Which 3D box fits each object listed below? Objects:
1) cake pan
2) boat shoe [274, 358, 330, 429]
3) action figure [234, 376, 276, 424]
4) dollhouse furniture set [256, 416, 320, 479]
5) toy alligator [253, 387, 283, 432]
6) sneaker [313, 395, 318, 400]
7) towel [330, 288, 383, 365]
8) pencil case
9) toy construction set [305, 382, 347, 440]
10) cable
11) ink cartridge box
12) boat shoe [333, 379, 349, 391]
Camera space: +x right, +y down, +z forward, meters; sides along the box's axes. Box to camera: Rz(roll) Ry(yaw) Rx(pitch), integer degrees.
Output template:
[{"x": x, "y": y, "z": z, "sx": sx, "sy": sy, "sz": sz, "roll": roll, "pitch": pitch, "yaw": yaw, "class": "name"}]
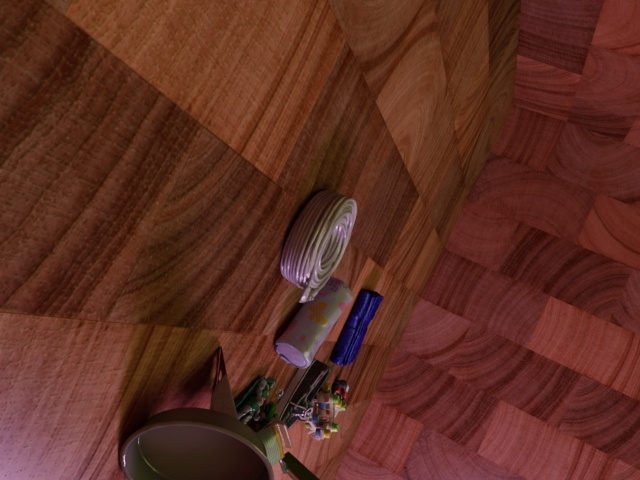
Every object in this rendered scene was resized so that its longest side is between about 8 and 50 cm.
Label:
[{"x": -0.230, "y": 0.422, "z": 1.197, "sx": 0.054, "sy": 0.294, "sz": 0.293, "roll": -82, "pitch": -177, "yaw": -55, "class": "cake pan"}, {"x": -0.067, "y": 0.529, "z": 2.017, "sx": 0.306, "sy": 0.105, "sz": 0.113, "roll": -58, "pitch": 161, "yaw": -20, "class": "boat shoe"}, {"x": -0.185, "y": 0.436, "z": 1.656, "sx": 0.232, "sy": 0.064, "sz": 0.137, "roll": -46, "pitch": 151, "yaw": -52, "class": "action figure"}, {"x": -0.129, "y": 0.685, "z": 1.810, "sx": 0.198, "sy": 0.151, "sz": 0.301, "roll": -36, "pitch": 136, "yaw": -26, "class": "dollhouse furniture set"}, {"x": -0.154, "y": 0.511, "z": 1.851, "sx": 0.189, "sy": 0.056, "sz": 0.051, "roll": -69, "pitch": -157, "yaw": 8, "class": "toy alligator"}, {"x": -0.035, "y": 0.541, "z": 2.178, "sx": 0.038, "sy": 0.069, "sz": 0.098, "roll": -58, "pitch": 161, "yaw": -19, "class": "sneaker"}, {"x": 0.152, "y": 0.338, "z": 2.420, "sx": 0.308, "sy": 0.076, "sz": 0.228, "roll": -65, "pitch": 161, "yaw": 2, "class": "towel"}, {"x": -0.016, "y": 0.227, "z": 1.759, "sx": 0.273, "sy": 0.114, "sz": 0.124, "roll": -54, "pitch": 169, "yaw": -30, "class": "pencil case"}, {"x": 0.021, "y": 0.645, "z": 2.336, "sx": 0.327, "sy": 0.151, "sz": 0.214, "roll": 90, "pitch": 5, "yaw": -67, "class": "toy construction set"}, {"x": 0.000, "y": 0.000, "z": 1.550, "sx": 0.257, "sy": 0.089, "sz": 0.256, "roll": -41, "pitch": 150, "yaw": -52, "class": "cable"}, {"x": -0.223, "y": 0.375, "z": 1.338, "sx": 0.066, "sy": 0.232, "sz": 0.188, "roll": -5, "pitch": 129, "yaw": -22, "class": "ink cartridge box"}, {"x": 0.046, "y": 0.668, "z": 2.614, "sx": 0.065, "sy": 0.075, "sz": 0.206, "roll": 19, "pitch": 105, "yaw": -29, "class": "boat shoe"}]
